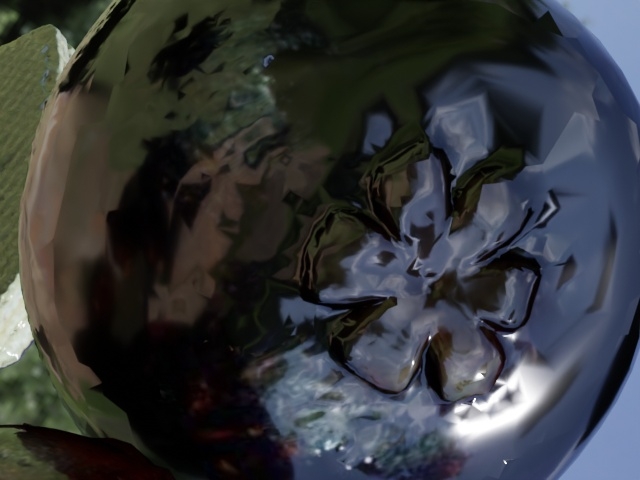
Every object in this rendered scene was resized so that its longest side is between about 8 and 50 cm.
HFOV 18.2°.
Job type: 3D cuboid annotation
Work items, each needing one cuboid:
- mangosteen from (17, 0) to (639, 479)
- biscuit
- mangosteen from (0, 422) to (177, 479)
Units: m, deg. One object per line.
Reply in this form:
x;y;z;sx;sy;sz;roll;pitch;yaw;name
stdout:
0.000;0.000;0.678;0.243;0.243;0.243;-55;-169;16;mangosteen
-0.216;-0.021;1.257;0.150;0.052;0.252;-23;-134;12;biscuit
-0.103;0.131;0.539;0.166;0.166;0.180;-55;151;15;mangosteen
